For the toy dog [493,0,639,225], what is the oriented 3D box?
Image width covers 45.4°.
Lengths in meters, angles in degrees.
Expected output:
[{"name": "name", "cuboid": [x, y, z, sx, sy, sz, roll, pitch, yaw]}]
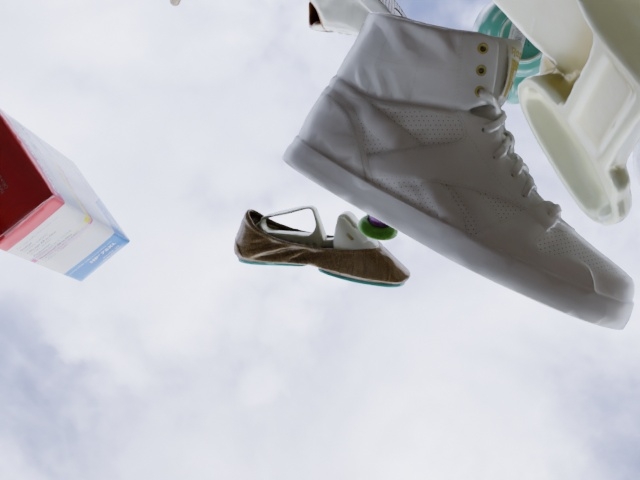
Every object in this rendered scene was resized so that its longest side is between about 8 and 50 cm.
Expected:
[{"name": "toy dog", "cuboid": [0.378, -0.255, 0.704, 0.407, 0.285, 0.395, -24, -120, -7]}]

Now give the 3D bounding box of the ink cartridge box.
[{"name": "ink cartridge box", "cuboid": [-0.302, -0.050, 0.785, 0.078, 0.231, 0.134, -39, -106, -2]}]

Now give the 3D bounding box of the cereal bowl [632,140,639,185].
[{"name": "cereal bowl", "cuboid": [0.778, -0.120, 1.529, 0.339, 0.339, 0.141, 35, -110, 17]}]

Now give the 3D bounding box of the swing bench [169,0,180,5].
[{"name": "swing bench", "cuboid": [-0.217, -0.570, 1.222, 0.165, 0.255, 0.253, -24, -105, -16]}]

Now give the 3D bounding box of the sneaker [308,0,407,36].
[{"name": "sneaker", "cuboid": [0.053, -0.393, 1.317, 0.123, 0.290, 0.106, -38, -139, 27]}]

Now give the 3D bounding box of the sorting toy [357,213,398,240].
[{"name": "sorting toy", "cuboid": [0.086, -0.040, 0.955, 0.061, 0.042, 0.102, 30, -142, 29]}]

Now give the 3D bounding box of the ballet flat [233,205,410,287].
[{"name": "ballet flat", "cuboid": [0.000, 0.000, 1.410, 0.342, 0.116, 0.124, 10, -73, 19]}]

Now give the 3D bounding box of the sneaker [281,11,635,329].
[{"name": "sneaker", "cuboid": [0.131, -0.066, 0.579, 0.292, 0.108, 0.169, 30, -82, 10]}]

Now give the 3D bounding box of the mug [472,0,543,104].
[{"name": "mug", "cuboid": [0.312, -0.303, 1.182, 0.129, 0.097, 0.158, -34, -79, 10]}]
